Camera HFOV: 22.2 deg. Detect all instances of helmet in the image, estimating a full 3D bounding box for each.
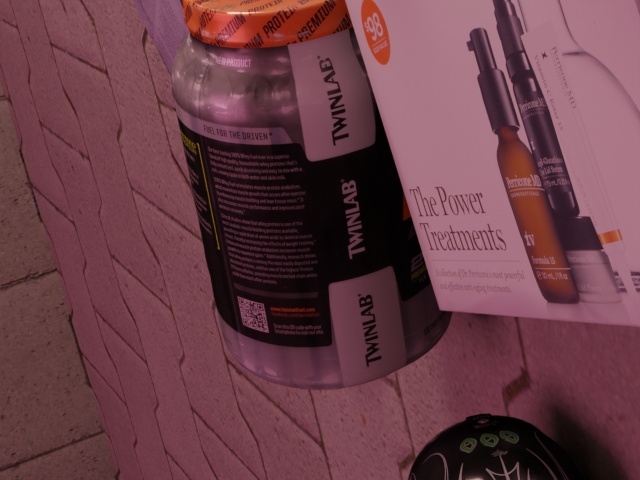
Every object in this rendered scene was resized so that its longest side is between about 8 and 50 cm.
[{"bbox_3d":[0.137,0.227,1.195,0.161,0.169,0.169,-106,7,-56],"label":"helmet"}]

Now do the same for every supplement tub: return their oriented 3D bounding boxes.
[{"bbox_3d":[-0.006,-0.060,1.259,0.193,0.194,0.316,45,150,54],"label":"supplement tub"}]

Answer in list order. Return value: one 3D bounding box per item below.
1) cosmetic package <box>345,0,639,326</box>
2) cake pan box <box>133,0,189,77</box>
[{"bbox_3d":[0.138,-0.098,0.961,0.377,0.097,0.284,177,77,-72],"label":"cosmetic package"},{"bbox_3d":[-0.150,-0.303,1.641,0.267,0.070,0.246,63,159,21],"label":"cake pan box"}]
